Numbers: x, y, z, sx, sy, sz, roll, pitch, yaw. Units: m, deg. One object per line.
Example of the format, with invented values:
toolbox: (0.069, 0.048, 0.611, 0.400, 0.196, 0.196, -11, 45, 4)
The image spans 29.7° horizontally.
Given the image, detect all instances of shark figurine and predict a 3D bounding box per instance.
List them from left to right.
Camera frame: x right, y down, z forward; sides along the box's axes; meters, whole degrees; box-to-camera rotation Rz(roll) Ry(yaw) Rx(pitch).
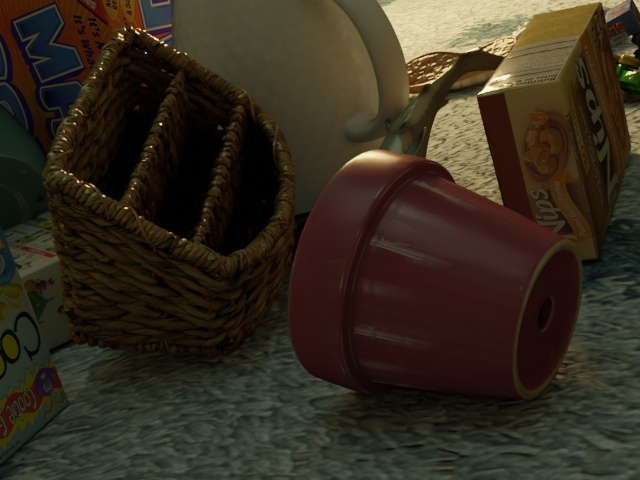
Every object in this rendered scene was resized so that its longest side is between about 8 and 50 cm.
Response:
shark figurine: (0.125, -0.100, 1.393, 0.166, 0.116, 0.278, 9, 67, 57)

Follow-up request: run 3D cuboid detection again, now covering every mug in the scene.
mug: (-0.024, -0.222, 1.524, 0.276, 0.328, 0.374, -27, 19, -29)

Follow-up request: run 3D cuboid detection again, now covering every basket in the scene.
basket: (-0.133, -0.057, 1.230, 0.214, 0.223, 0.299, 4, 37, 6)

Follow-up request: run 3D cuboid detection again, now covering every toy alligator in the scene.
toy alligator: (0.412, -0.210, 1.593, 0.051, 0.056, 0.190, 20, 5, -24)

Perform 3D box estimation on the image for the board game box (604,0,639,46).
board game box: (0.359, -0.273, 1.719, 0.201, 0.035, 0.136, -29, 9, 22)

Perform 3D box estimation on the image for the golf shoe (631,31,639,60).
golf shoe: (0.537, -0.306, 1.728, 0.198, 0.077, 0.094, -38, 30, -24)

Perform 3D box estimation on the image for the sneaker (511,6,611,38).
sneaker: (0.386, -0.317, 1.881, 0.191, 0.071, 0.083, -18, 25, -2)

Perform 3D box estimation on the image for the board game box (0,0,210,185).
board game box: (-0.316, -0.255, 1.837, 0.356, 0.356, 0.356, -3, 23, 32)

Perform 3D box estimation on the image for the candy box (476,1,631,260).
candy box: (0.254, -0.120, 1.266, 0.088, 0.183, 0.316, -9, 21, 23)

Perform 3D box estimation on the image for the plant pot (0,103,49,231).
plant pot: (-0.479, -0.056, 1.568, 0.293, 0.293, 0.235, -28, 37, -30)

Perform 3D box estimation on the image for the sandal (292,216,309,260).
sandal: (0.000, 0.000, 1.357, 0.067, 0.040, 0.179, -25, 21, -23)

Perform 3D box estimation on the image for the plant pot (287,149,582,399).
plant pot: (0.101, 0.041, 0.966, 0.180, 0.201, 0.201, 16, 34, 31)

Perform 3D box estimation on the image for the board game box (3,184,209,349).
board game box: (-0.285, 0.024, 1.444, 0.303, 0.097, 0.224, -26, 21, -30)

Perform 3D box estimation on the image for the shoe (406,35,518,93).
shoe: (0.220, -0.262, 1.895, 0.219, 0.058, 0.076, -10, 51, 30)

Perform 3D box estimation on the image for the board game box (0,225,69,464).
board game box: (-0.368, 0.068, 1.112, 0.142, 0.275, 0.144, -6, 22, 28)
